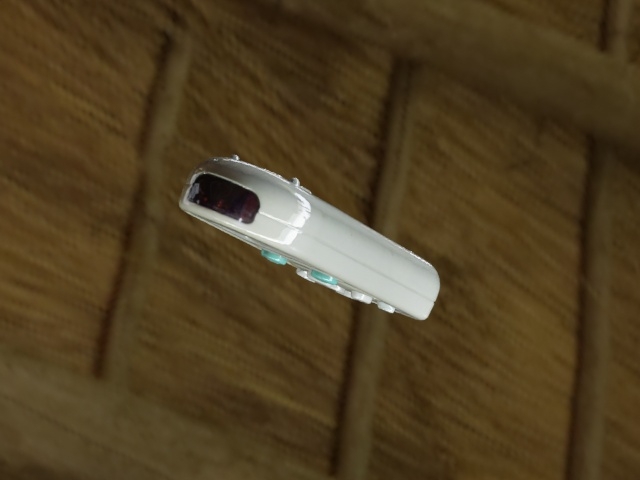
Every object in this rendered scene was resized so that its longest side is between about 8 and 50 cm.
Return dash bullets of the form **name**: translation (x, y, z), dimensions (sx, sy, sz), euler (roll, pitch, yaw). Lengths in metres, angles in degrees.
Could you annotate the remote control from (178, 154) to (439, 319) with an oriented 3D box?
- **remote control**: translation (0.000, 0.000, 1.056), dimensions (0.078, 0.221, 0.042), euler (23, -94, 29)
